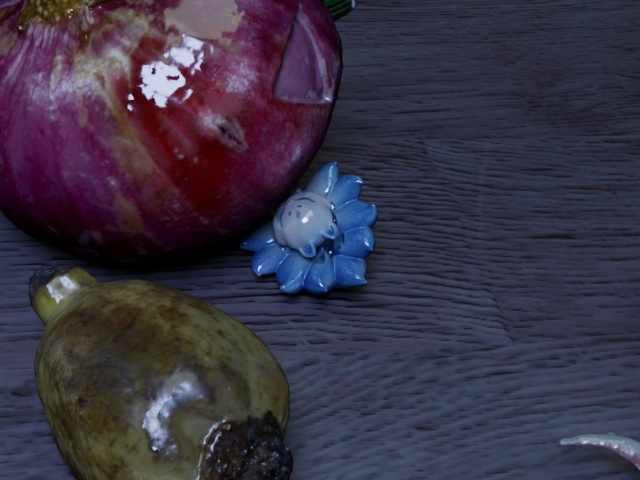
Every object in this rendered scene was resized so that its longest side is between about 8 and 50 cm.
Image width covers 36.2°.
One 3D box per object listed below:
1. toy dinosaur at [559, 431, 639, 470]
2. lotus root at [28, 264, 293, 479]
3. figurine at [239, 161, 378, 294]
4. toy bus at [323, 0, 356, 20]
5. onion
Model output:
[{"bbox_3d":[0.282,0.159,0.656,0.242,0.053,0.167,0,51,-23],"label":"toy dinosaur"},{"bbox_3d":[-0.105,0.088,0.606,0.138,0.138,0.214,-25,53,-32],"label":"lotus root"},{"bbox_3d":[0.000,0.000,0.748,0.114,0.079,0.114,-10,52,13],"label":"figurine"},{"bbox_3d":[-0.105,-0.390,1.048,0.183,0.199,0.343,-27,57,-34],"label":"toy bus"},{"bbox_3d":[-0.127,-0.093,0.715,0.256,0.272,0.231,7,67,51],"label":"onion"}]
